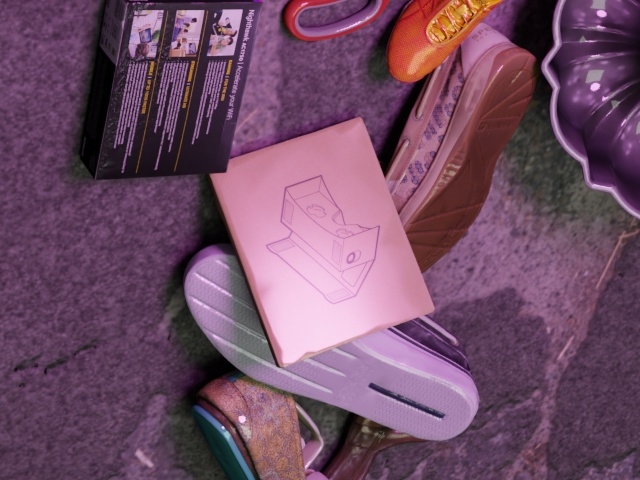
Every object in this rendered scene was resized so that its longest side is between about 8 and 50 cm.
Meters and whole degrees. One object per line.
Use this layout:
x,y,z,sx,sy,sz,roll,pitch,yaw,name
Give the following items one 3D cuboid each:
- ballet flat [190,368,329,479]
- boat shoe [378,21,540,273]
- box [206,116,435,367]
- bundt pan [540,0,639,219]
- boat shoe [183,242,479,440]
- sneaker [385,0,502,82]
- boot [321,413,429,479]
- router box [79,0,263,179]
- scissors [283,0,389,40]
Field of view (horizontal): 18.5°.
-0.039,0.258,2.060,0.123,0.123,0.348,-26,132,-12,ballet flat
0.115,-0.082,1.924,0.104,0.089,0.285,-1,127,-49,boat shoe
0.000,0.000,1.860,0.164,0.021,0.201,-19,87,-17,box
0.368,-0.182,1.902,0.331,0.124,0.331,-1,107,-3,bundt pan
0.007,0.088,1.959,0.335,0.119,0.121,31,118,-21,boat shoe
0.125,-0.218,1.823,0.064,0.067,0.175,42,92,-9,sneaker
0.058,0.240,2.148,0.106,0.037,0.114,17,110,-24,boot
-0.134,-0.141,1.750,0.133,0.046,0.179,-4,124,-29,router box
0.100,-0.263,1.820,0.297,0.021,0.109,-19,128,-19,scissors
